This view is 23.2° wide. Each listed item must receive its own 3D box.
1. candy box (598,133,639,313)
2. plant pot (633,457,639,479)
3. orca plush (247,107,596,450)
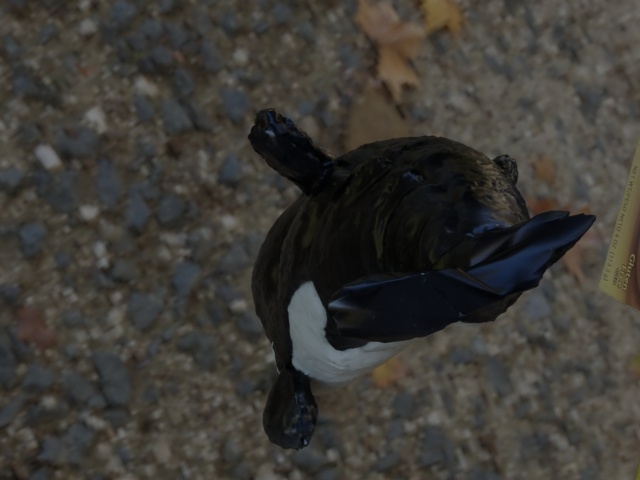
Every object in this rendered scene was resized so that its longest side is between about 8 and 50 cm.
[{"bbox_3d":[0.281,-0.090,0.954,0.088,0.183,0.316,12,99,-17],"label":"candy box"},{"bbox_3d":[0.222,0.123,0.374,0.254,0.239,0.254,-11,103,-56],"label":"plant pot"},{"bbox_3d":[0.000,0.000,0.600,0.102,0.151,0.287,42,4,-4],"label":"orca plush"}]
